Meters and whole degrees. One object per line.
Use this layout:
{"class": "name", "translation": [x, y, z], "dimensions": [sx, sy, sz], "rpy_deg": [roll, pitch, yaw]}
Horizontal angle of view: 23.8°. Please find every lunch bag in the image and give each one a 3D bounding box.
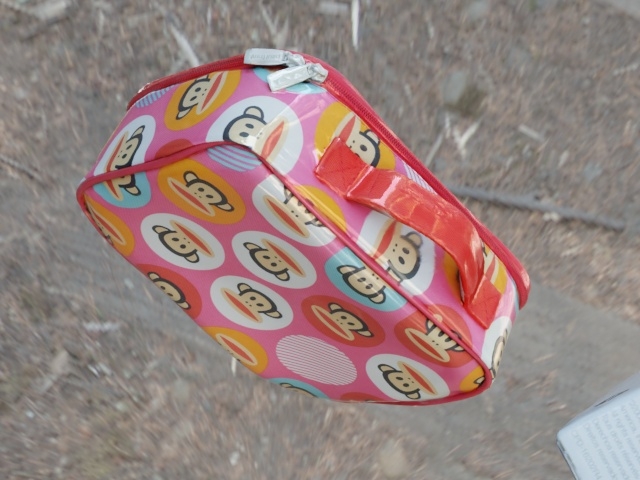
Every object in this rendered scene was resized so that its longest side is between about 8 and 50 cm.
{"class": "lunch bag", "translation": [0.000, 0.000, 1.058], "dimensions": [0.293, 0.258, 0.120], "rpy_deg": [44, 58, -27]}

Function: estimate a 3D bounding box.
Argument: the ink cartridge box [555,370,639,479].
{"class": "ink cartridge box", "translation": [0.212, 0.031, 0.589], "dimensions": [0.224, 0.223, 0.045], "rpy_deg": [-29, 81, 15]}
